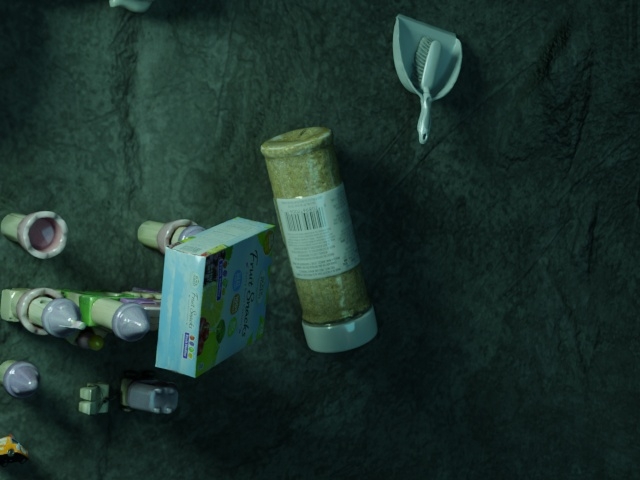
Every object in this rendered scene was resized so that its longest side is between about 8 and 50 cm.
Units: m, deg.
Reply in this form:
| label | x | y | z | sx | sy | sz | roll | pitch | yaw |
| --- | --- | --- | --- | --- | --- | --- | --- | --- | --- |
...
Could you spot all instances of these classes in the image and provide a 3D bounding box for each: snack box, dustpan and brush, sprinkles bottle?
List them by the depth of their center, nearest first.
| label | x | y | z | sx | sy | sz | roll | pitch | yaw |
| --- | --- | --- | --- | --- | --- | --- | --- | --- | --- |
| snack box | -0.143 | 0.074 | 1.769 | 0.207 | 0.070 | 0.174 | -30 | 130 | -63 |
| sprinkles bottle | 0.000 | 0.000 | 2.063 | 0.121 | 0.121 | 0.355 | -22 | 108 | -30 |
| dustpan and brush | 0.180 | -0.270 | 2.187 | 0.147 | 0.060 | 0.211 | 12 | 89 | -35 |

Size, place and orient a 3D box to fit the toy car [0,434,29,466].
| label | x | y | z | sx | sy | sz | roll | pitch | yaw |
| --- | --- | --- | --- | --- | --- | --- | --- | --- | --- |
| toy car | -0.475 | 0.286 | 1.819 | 0.122 | 0.060 | 0.040 | 32 | 46 | -40 |

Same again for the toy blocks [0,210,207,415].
| label | x | y | z | sx | sy | sz | roll | pitch | yaw |
| --- | --- | --- | --- | --- | --- | --- | --- | --- | --- |
| toy blocks | -0.287 | 0.119 | 1.799 | 0.289 | 0.260 | 0.308 | 2 | 95 | -35 |

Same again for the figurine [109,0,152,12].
| label | x | y | z | sx | sy | sz | roll | pitch | yaw |
| --- | --- | --- | --- | --- | --- | --- | --- | --- | --- |
| figurine | -0.331 | -0.437 | 1.810 | 0.209 | 0.092 | 0.214 | -1 | 98 | -26 |
